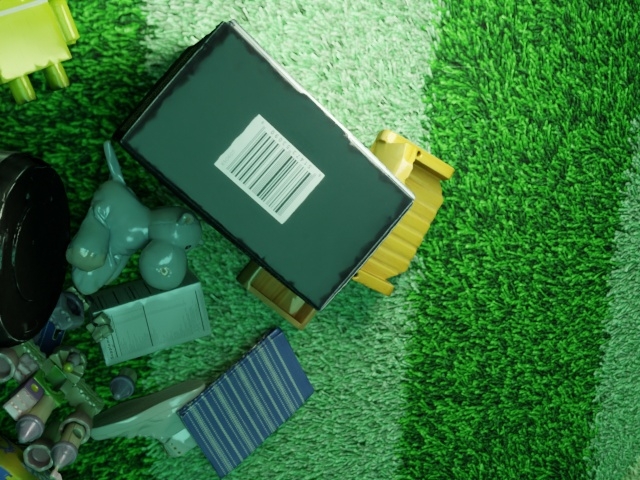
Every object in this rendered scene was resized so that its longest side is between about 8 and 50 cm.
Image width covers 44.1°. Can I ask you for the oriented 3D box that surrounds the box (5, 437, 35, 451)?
[{"bbox_3d":[-0.793,0.591,1.767,0.243,0.076,0.307,13,98,-26],"label":"box"}]

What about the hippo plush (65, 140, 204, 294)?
[{"bbox_3d":[-0.366,-0.005,1.654,0.237,0.234,0.294,14,70,0],"label":"hippo plush"}]

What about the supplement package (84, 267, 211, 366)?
[{"bbox_3d":[-0.392,0.167,1.795,0.244,0.134,0.139,-15,110,-19],"label":"supplement package"}]

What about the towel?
[{"bbox_3d":[-0.177,0.400,1.969,0.336,0.040,0.243,-40,123,-24],"label":"towel"}]

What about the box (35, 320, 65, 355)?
[{"bbox_3d":[-0.671,0.170,1.727,0.225,0.036,0.136,18,97,-26],"label":"box"}]

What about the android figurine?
[{"bbox_3d":[-0.595,-0.412,1.549,0.248,0.056,0.272,-35,116,-42],"label":"android figurine"}]

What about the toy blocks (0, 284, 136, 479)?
[{"bbox_3d":[-0.557,0.310,1.595,0.309,0.260,0.288,-33,105,12],"label":"toy blocks"}]

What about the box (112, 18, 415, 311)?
[{"bbox_3d":[-0.139,-0.153,1.594,0.480,0.472,0.297,42,87,-17],"label":"box"}]

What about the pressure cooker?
[{"bbox_3d":[-0.717,0.004,1.453,0.421,0.375,0.369,6,102,3],"label":"pressure cooker"}]

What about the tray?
[{"bbox_3d":[0.000,0.000,1.959,0.203,0.076,0.411,41,85,-27],"label":"tray"}]

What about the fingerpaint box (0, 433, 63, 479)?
[{"bbox_3d":[-0.729,0.631,1.669,0.371,0.163,0.444,-44,116,-8],"label":"fingerpaint box"}]

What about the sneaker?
[{"bbox_3d":[-0.398,0.458,1.889,0.293,0.108,0.169,-16,107,-21],"label":"sneaker"}]

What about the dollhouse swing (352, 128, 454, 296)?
[{"bbox_3d":[0.188,-0.044,1.820,0.315,0.305,0.346,27,91,-27],"label":"dollhouse swing"}]
